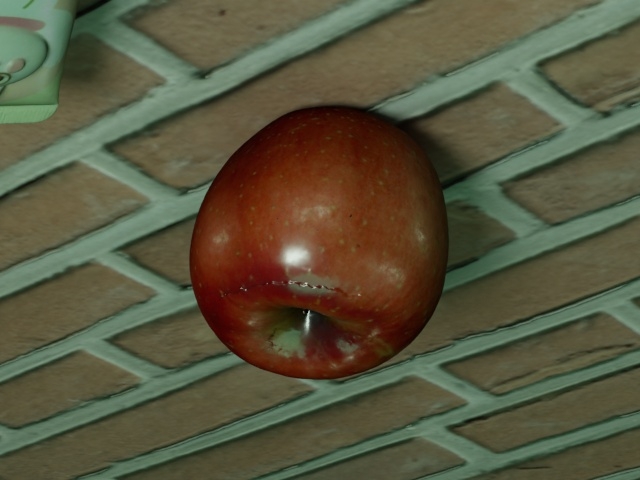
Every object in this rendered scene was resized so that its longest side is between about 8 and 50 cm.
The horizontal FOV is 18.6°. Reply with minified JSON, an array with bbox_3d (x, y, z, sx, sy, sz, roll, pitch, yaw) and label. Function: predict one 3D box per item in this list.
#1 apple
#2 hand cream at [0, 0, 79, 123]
[{"bbox_3d":[0.000,0.000,1.306,0.181,0.168,0.181,4,150,2],"label":"apple"},{"bbox_3d":[-0.178,-0.163,1.056,0.147,0.093,0.306,-6,146,-29],"label":"hand cream"}]
